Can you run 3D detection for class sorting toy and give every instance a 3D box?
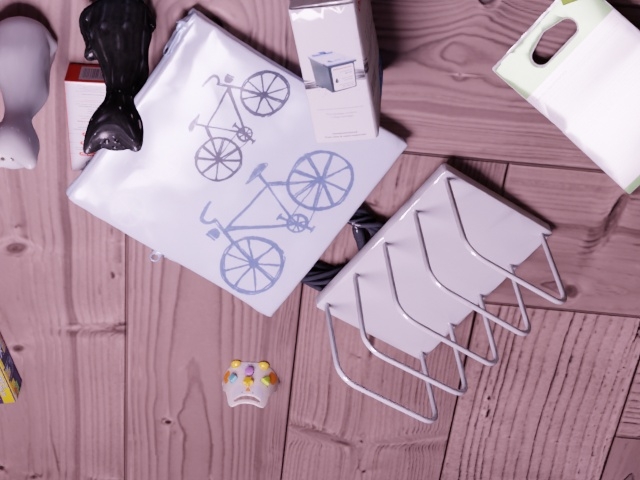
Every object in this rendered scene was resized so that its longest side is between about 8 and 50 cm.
[{"bbox_3d":[-0.105,0.218,2.189,0.083,0.075,0.045,2,131,1],"label":"sorting toy"}]

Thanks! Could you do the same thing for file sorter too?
[{"bbox_3d":[0.158,0.081,1.966,0.192,0.173,0.278,28,121,-26],"label":"file sorter"}]

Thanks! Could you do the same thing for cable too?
[{"bbox_3d":[0.000,0.000,2.016,0.184,0.047,0.150,31,125,-21],"label":"cable"}]

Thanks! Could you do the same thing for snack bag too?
[{"bbox_3d":[-0.114,-0.089,1.916,0.342,0.037,0.323,30,114,-19],"label":"snack bag"}]

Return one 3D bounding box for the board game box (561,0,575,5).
[{"bbox_3d":[0.347,-0.345,1.701,0.181,0.043,0.092,-18,124,17],"label":"board game box"}]

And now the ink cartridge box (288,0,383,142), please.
[{"bbox_3d":[0.022,-0.233,1.755,0.082,0.140,0.191,-6,129,10],"label":"ink cartridge box"}]

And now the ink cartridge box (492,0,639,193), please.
[{"bbox_3d":[0.354,-0.194,1.829,0.235,0.056,0.171,43,123,0],"label":"ink cartridge box"}]

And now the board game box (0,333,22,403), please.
[{"bbox_3d":[-0.534,0.172,2.192,0.141,0.048,0.170,-8,129,7],"label":"board game box"}]

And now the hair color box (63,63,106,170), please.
[{"bbox_3d":[-0.285,-0.155,1.901,0.072,0.043,0.141,3,130,-1],"label":"hair color box"}]

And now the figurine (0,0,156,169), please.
[{"bbox_3d":[-0.303,-0.174,1.767,0.214,0.210,0.092,-10,147,12],"label":"figurine"}]
